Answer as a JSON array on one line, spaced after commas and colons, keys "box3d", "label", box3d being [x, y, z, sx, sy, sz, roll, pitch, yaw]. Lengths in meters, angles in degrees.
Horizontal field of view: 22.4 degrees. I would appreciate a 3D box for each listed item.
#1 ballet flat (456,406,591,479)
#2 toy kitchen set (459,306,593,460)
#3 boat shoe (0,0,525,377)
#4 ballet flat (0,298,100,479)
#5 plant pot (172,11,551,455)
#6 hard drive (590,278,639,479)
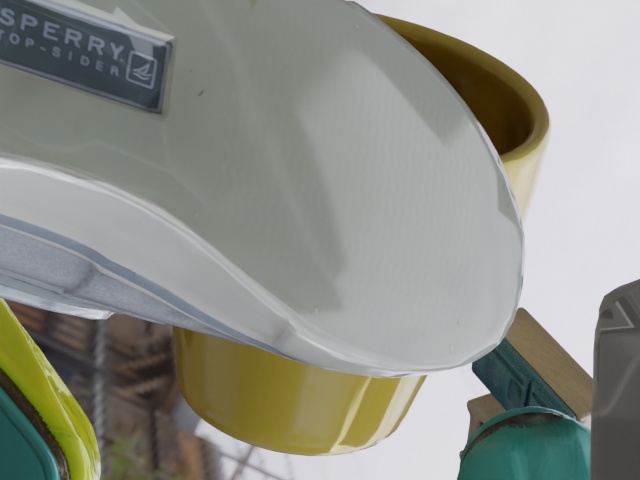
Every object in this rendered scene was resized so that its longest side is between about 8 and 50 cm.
[{"box3d": [0.120, 0.170, 0.741, 0.247, 0.083, 0.087, 69, 6, -51], "label": "ballet flat"}, {"box3d": [0.107, 0.185, 1.214, 0.122, 0.166, 0.207, 48, -34, 43], "label": "toy kitchen set"}, {"box3d": [-0.053, -0.024, 0.354, 0.081, 0.227, 0.079, -10, -115, 50], "label": "boat shoe"}, {"box3d": [-0.154, 0.015, 0.566, 0.077, 0.231, 0.077, -40, 173, 10], "label": "ballet flat"}, {"box3d": [0.000, 0.000, 1.055, 0.254, 0.254, 0.239, -93, -166, -62], "label": "plant pot"}, {"box3d": [0.224, 0.175, 0.522, 0.047, 0.353, 0.233, -28, -133, 46], "label": "hard drive"}]
